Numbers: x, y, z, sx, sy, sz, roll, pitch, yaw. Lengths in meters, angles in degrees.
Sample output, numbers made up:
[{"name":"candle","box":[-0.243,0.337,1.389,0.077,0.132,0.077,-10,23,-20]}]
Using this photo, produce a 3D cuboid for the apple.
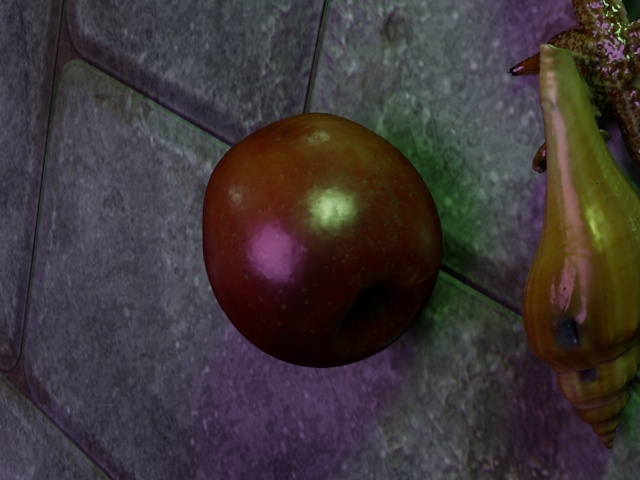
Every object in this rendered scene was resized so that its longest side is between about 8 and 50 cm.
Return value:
[{"name":"apple","box":[0.000,0.000,1.245,0.201,0.218,0.218,53,132,43]}]

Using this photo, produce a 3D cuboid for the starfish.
[{"name":"starfish","box":[0.230,-0.141,1.076,0.238,0.057,0.213,-15,91,51]}]

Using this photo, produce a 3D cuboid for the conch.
[{"name":"conch","box":[0.202,0.013,1.068,0.109,0.093,0.330,1,115,34]}]
